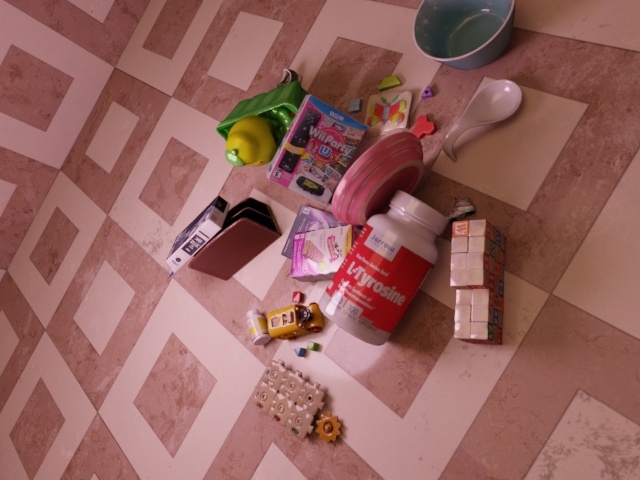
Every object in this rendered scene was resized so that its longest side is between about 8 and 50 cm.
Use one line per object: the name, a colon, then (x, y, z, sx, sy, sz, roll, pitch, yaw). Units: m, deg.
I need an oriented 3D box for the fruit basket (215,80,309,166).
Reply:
fruit basket: (-0.198, -0.368, 1.916, 0.392, 0.283, 0.392, -21, 48, 25)

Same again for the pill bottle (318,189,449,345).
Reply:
pill bottle: (0.188, 0.074, 1.520, 0.229, 0.229, 0.408, 34, 96, 39)

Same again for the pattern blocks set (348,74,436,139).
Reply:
pattern blocks set: (0.228, -0.428, 1.795, 0.325, 0.026, 0.285, -13, 67, 33)

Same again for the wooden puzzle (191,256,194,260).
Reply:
wooden puzzle: (-0.488, 0.066, 2.154, 0.078, 0.014, 0.116, 11, 81, 34)

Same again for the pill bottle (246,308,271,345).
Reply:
pill bottle: (-0.217, 0.299, 1.841, 0.065, 0.065, 0.116, -37, 56, 20)

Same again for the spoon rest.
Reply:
spoon rest: (0.467, -0.357, 1.560, 0.276, 0.084, 0.137, -46, 54, 15)

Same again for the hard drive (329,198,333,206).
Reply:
hard drive: (0.098, -0.117, 1.766, 0.094, 0.022, 0.135, -43, 49, 2)

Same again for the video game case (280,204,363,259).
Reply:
video game case: (0.000, 0.000, 1.814, 0.274, 0.026, 0.196, 20, 87, 40)

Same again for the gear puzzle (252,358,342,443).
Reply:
gear puzzle: (-0.060, 0.514, 1.673, 0.339, 0.044, 0.175, 22, 86, 36)

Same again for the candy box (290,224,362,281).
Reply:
candy box: (0.018, 0.043, 1.724, 0.233, 0.071, 0.159, -9, 69, 33)

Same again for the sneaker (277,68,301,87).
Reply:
sneaker: (-0.145, -0.581, 2.080, 0.064, 0.086, 0.192, 19, 86, 39)

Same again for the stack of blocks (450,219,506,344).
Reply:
stack of blocks: (0.410, 0.113, 1.383, 0.087, 0.171, 0.297, -4, 73, 35)

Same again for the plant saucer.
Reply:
plant saucer: (0.183, -0.160, 1.548, 0.332, 0.332, 0.084, -47, 66, 13)

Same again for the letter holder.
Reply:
letter holder: (-0.337, -0.017, 1.942, 0.302, 0.214, 0.152, -38, 56, 20)

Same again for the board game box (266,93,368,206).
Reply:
board game box: (-0.015, -0.301, 1.784, 0.303, 0.224, 0.097, -62, 14, 8)

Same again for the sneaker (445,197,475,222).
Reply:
sneaker: (0.396, -0.094, 1.553, 0.098, 0.038, 0.069, -22, 60, 18)

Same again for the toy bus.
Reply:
toy bus: (-0.077, 0.257, 1.729, 0.191, 0.104, 0.202, 31, 94, 39)

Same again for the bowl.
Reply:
bowl: (0.457, -0.648, 1.617, 0.311, 0.163, 0.311, -13, 67, 33)

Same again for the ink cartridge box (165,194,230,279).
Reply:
ink cartridge box: (-0.461, -0.009, 1.921, 0.332, 0.065, 0.165, -41, 24, 27)
